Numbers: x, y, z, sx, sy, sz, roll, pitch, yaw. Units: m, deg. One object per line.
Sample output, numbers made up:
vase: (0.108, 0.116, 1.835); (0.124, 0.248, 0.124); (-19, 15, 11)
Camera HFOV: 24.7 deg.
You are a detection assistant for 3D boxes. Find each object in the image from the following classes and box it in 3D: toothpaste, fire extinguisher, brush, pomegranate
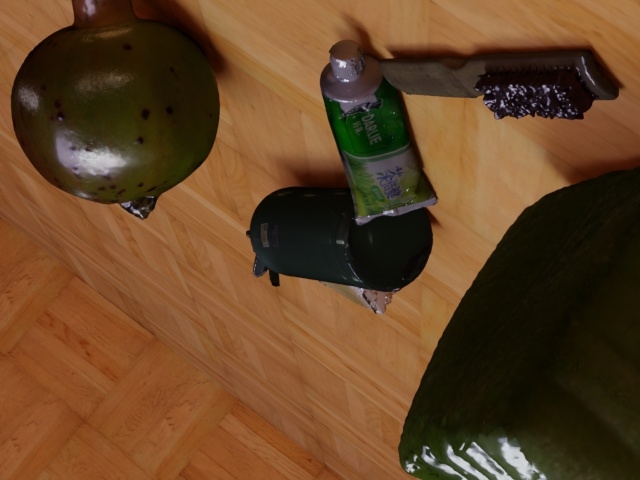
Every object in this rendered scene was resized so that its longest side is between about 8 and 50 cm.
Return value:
toothpaste: (0.043, -0.083, 1.197); (0.248, 0.078, 0.047); (68, -172, -59)
fire extinguisher: (0.000, 0.000, 1.462); (0.095, 0.114, 0.311); (1, -176, -24)
brush: (0.108, -0.106, 0.996); (0.043, 0.036, 0.248); (50, 163, -24)
pomegranate: (-0.196, -0.144, 1.366); (0.198, 0.198, 0.246); (31, 145, 30)

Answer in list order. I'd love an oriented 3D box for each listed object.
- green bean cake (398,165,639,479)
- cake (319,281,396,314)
green bean cake: (0.168, 0.073, 0.955); (0.125, 0.248, 0.222); (41, 165, -12)
cake: (0.032, 0.038, 1.613); (0.065, 0.052, 0.121); (45, 165, -31)
